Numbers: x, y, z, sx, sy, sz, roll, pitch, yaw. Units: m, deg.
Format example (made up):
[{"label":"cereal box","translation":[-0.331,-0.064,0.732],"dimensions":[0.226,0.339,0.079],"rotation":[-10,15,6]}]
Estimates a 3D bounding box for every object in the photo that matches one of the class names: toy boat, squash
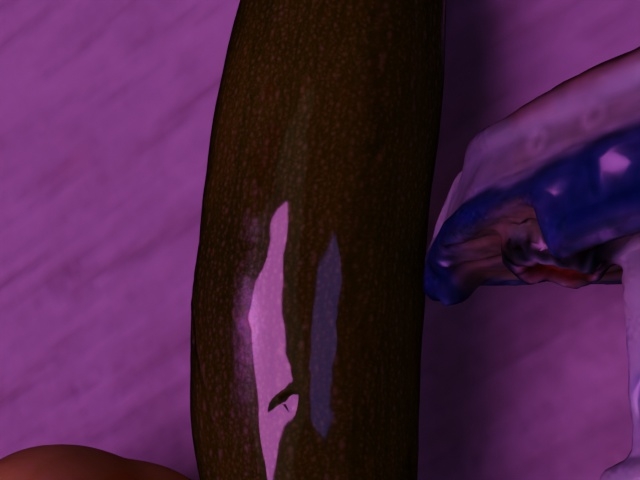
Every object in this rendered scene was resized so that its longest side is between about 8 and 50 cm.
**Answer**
[{"label":"toy boat","translation":[0.140,0.004,0.483],"dimensions":[0.262,0.114,0.115],"rotation":[-18,67,30]},{"label":"squash","translation":[0.000,-0.001,0.580],"dimensions":[0.071,0.080,0.318],"rotation":[2,80,5]}]

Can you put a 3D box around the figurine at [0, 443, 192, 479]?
[{"label":"figurine","translation":[-0.107,0.136,0.664],"dimensions":[0.246,0.131,0.156],"rotation":[-5,121,34]}]
